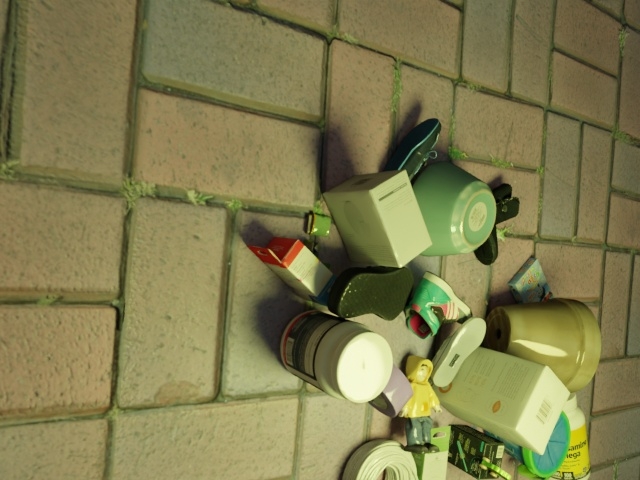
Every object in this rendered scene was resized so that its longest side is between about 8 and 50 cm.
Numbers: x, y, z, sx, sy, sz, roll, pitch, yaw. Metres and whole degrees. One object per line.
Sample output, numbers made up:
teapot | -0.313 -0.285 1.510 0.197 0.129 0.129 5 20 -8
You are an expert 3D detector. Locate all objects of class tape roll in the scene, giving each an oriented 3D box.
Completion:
tape roll | 0.165 0.405 1.422 0.080 0.189 0.189 -42 113 -24

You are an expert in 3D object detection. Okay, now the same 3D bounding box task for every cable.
cable | 0.182 0.729 1.509 0.257 0.089 0.257 -14 99 -31

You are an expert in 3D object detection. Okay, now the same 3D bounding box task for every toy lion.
toy lion | 0.549 0.714 1.543 0.100 0.096 0.034 42 72 -27

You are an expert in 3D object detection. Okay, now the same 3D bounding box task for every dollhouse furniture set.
dollhouse furniture set | 0.000 0.000 1.373 0.076 0.058 0.152 8 88 -33

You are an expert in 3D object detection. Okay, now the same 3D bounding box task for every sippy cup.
sippy cup | 0.713 0.671 1.762 0.240 0.224 0.306 23 81 -32

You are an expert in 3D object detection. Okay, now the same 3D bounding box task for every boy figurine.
boy figurine | 0.311 0.502 1.543 0.177 0.092 0.285 16 68 -33

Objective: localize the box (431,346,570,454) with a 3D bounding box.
box | 0.554 0.482 1.579 0.168 0.345 0.215 44 71 -26

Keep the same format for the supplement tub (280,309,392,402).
supplement tub | 0.034 0.292 1.283 0.191 0.272 0.191 -2 94 -33

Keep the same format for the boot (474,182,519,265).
boot | 0.617 -0.060 1.740 0.207 0.094 0.247 -21 97 -26

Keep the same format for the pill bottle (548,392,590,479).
pill bottle | 0.918 0.739 1.916 0.187 0.188 0.334 -17 101 -31

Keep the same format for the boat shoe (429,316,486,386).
boat shoe | 0.430 0.346 1.617 0.095 0.084 0.258 37 93 -18

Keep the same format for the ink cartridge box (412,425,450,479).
ink cartridge box | 0.358 0.706 1.633 0.109 0.062 0.209 8 88 -32

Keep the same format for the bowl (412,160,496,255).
bowl | 0.420 -0.081 1.538 0.311 0.163 0.312 -13 112 -36

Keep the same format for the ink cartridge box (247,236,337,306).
ink cartridge box | -0.066 0.065 1.290 0.231 0.134 0.078 46 70 -26

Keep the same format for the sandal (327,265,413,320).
sandal | 0.142 0.129 1.398 0.445 0.107 0.168 15 99 -57

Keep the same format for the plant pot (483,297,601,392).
plant pot | 0.734 0.345 1.726 0.280 0.323 0.323 9 87 -9

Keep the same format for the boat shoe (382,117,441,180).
boat shoe | 0.282 -0.258 1.530 0.258 0.109 0.089 -49 124 -3

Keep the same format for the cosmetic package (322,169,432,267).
cosmetic package | 0.154 -0.060 1.370 0.138 0.224 0.225 -31 108 -27

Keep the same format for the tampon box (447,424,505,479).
tampon box | 0.510 0.705 1.672 0.101 0.161 0.121 15 86 -32

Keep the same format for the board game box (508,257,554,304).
board game box | 0.808 0.198 1.908 0.160 0.039 0.212 -41 112 -24

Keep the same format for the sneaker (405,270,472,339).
sneaker | 0.369 0.240 1.586 0.178 0.123 0.295 -53 129 -7
